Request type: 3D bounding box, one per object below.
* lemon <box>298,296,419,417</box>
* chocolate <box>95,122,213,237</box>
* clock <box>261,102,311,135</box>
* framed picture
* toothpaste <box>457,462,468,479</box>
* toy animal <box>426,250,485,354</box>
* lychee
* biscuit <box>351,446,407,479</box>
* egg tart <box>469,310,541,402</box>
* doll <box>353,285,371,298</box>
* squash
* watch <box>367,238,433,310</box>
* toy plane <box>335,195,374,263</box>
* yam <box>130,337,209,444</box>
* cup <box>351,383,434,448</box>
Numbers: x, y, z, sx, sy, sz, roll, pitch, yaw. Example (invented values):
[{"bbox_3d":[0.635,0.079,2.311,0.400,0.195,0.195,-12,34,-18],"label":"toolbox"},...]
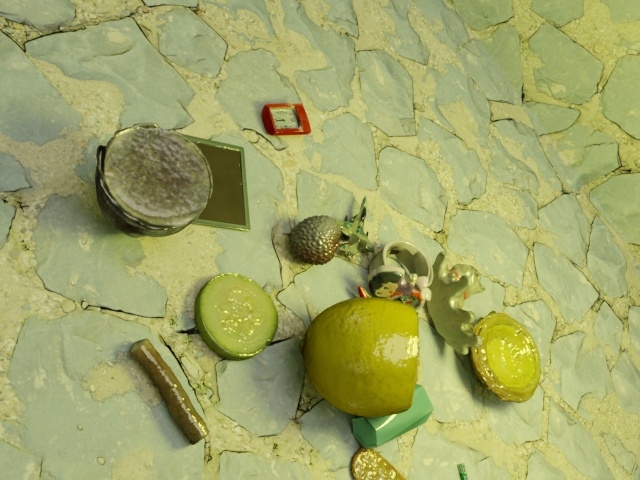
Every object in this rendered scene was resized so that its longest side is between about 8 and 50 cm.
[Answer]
[{"bbox_3d":[0.108,0.326,1.830,0.364,0.364,0.364,17,59,-30],"label":"lemon"},{"bbox_3d":[-0.460,-0.133,1.696,0.303,0.213,0.303,13,63,-28],"label":"chocolate"},{"bbox_3d":[-0.120,-0.408,2.199,0.155,0.061,0.113,-8,73,-36],"label":"clock"},{"bbox_3d":[-0.326,-0.174,1.950,0.232,0.019,0.296,9,64,-33],"label":"framed picture"},{"bbox_3d":[0.465,0.768,2.084,0.020,0.017,0.083,3,67,-36],"label":"toothpaste"},{"bbox_3d":[0.501,0.228,2.242,0.188,0.266,0.308,4,33,-48],"label":"toy animal"},{"bbox_3d":[0.000,0.000,2.013,0.198,0.165,0.165,12,55,5],"label":"lychee"},{"bbox_3d":[0.186,0.712,1.891,0.247,0.029,0.118,46,49,-10],"label":"biscuit"},{"bbox_3d":[0.641,0.426,2.311,0.345,0.132,0.345,18,58,-31],"label":"egg tart"},{"bbox_3d":[0.160,0.236,2.095,0.169,0.057,0.109,41,66,-31],"label":"doll"},{"bbox_3d":[-0.233,0.209,1.809,0.252,0.049,0.251,17,58,-30],"label":"squash"},{"bbox_3d":[0.264,0.098,2.159,0.244,0.196,0.231,22,51,-20],"label":"watch"},{"bbox_3d":[0.123,-0.046,2.193,0.192,0.088,0.261,36,41,-25],"label":"toy plane"},{"bbox_3d":[-0.377,0.376,1.609,0.066,0.066,0.299,-32,88,-42],"label":"yam"},{"bbox_3d":[0.214,0.529,1.934,0.236,0.148,0.134,-18,48,-42],"label":"cup"}]
